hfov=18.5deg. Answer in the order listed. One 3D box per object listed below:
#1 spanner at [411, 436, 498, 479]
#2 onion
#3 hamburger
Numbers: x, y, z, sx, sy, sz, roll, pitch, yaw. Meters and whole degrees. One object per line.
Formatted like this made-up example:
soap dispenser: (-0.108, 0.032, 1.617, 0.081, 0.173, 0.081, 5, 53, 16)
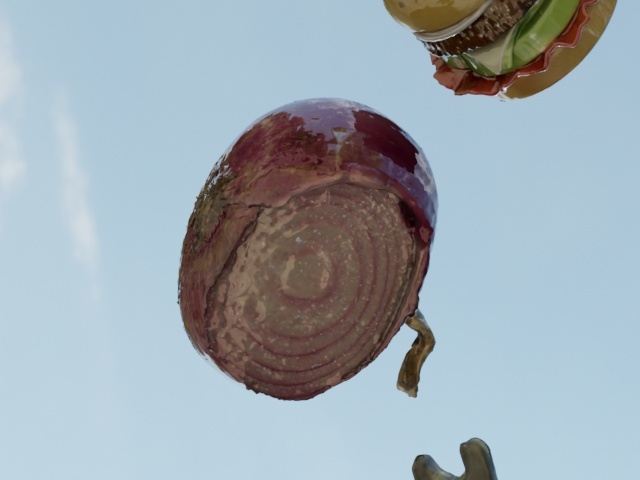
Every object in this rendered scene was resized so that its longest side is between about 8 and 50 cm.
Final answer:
spanner: (0.142, 0.211, 1.088, 0.254, 0.015, 0.054, 49, -64, 9)
onion: (-0.013, -0.003, 1.382, 0.200, 0.200, 0.207, 37, -44, 43)
hamburger: (0.119, -0.190, 1.394, 0.175, 0.137, 0.175, -32, -140, 31)
